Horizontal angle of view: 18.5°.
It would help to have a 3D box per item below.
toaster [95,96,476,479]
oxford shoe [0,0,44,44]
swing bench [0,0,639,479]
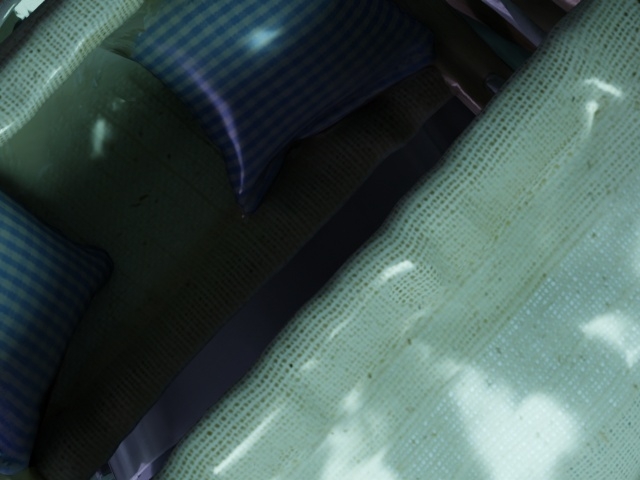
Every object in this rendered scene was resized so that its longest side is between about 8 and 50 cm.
[{"bbox_3d":[0.000,0.000,0.715,0.146,0.227,0.129,58,179,20],"label":"toaster"},{"bbox_3d":[-0.087,-0.020,1.320,0.449,0.169,0.130,49,171,-17],"label":"oxford shoe"},{"bbox_3d":[-0.018,0.009,0.553,0.254,0.253,0.165,39,174,26],"label":"swing bench"}]
